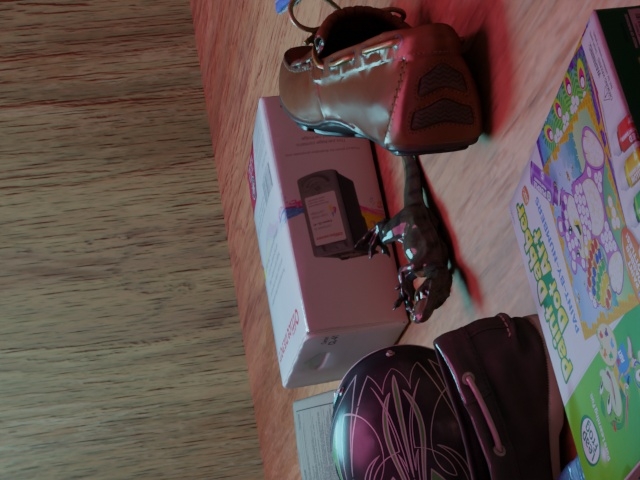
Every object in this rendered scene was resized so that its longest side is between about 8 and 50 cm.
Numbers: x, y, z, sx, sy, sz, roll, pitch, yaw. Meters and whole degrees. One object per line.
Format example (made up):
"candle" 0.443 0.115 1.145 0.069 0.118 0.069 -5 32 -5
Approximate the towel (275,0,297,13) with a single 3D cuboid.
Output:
"towel" -0.064 -0.502 2.064 0.243 0.040 0.336 180 83 -80

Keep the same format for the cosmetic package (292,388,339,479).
"cosmetic package" 0.060 0.234 1.629 0.296 0.129 0.153 144 117 -77

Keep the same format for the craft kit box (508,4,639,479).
"craft kit box" 0.200 0.020 0.953 0.247 0.061 0.250 97 163 -61

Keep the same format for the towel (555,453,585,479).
"towel" 0.206 0.191 1.093 0.119 0.029 0.067 107 155 -63

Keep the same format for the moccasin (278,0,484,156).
"moccasin" 0.043 -0.172 1.432 0.380 0.139 0.147 -141 46 -75

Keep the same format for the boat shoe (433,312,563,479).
"boat shoe" 0.153 0.227 1.213 0.112 0.095 0.335 -174 77 -79

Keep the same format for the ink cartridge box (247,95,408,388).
"ink cartridge box" 0.000 0.000 1.795 0.226 0.131 0.306 111 149 -67

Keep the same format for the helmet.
"helmet" 0.085 0.187 1.380 0.161 0.169 0.169 63 -164 -73

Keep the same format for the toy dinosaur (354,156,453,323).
"toy dinosaur" 0.089 -0.001 1.517 0.118 0.064 0.268 114 153 -44
